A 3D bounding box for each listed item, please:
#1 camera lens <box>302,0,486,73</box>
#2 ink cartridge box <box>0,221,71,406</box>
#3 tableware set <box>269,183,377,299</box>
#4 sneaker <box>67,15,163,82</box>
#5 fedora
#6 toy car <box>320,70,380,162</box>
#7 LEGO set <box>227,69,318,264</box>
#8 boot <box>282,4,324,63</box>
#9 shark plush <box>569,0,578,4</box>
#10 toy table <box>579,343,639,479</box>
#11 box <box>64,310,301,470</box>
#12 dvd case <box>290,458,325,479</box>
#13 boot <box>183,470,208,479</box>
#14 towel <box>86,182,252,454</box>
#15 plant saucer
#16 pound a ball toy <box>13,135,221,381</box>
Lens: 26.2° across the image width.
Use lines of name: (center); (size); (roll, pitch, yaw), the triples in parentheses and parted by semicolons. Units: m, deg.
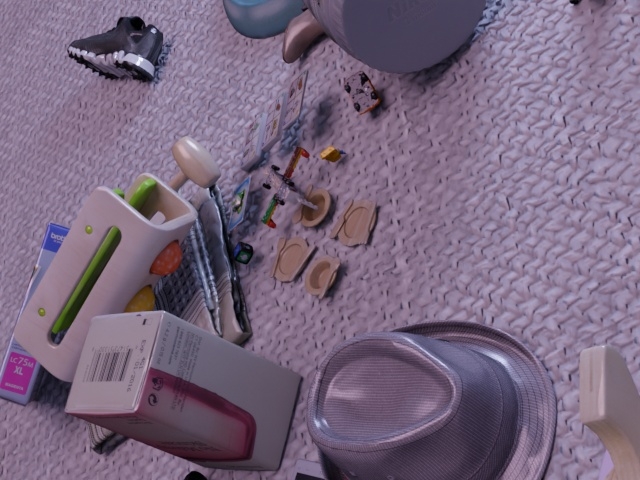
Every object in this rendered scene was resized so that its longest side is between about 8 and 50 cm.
camera lens: (0.070, -0.365, 1.765); (0.219, 0.219, 0.274); (-48, 39, 15)
ink cartridge box: (-0.408, 0.088, 2.046); (0.186, 0.065, 0.311); (152, 138, -80)
tableware set: (0.000, 0.000, 1.768); (0.168, 0.020, 0.141); (20, 83, 52)
sneaker: (-0.339, -0.330, 2.322); (0.234, 0.078, 0.106); (15, 75, 47)
fedora: (0.093, 0.176, 1.422); (0.275, 0.124, 0.244); (6, 68, 38)
toy car: (0.035, -0.162, 1.816); (0.122, 0.040, 0.060); (-50, 60, 9)
LEGO set: (-0.060, -0.088, 1.872); (0.182, 0.060, 0.244); (-38, 36, 52)
boot: (-0.002, -0.307, 1.954); (0.087, 0.042, 0.118); (6, 71, 47)
shark plush: (0.316, -0.355, 1.606); (0.073, 0.067, 0.161); (-7, 62, 46)
toy table: (0.279, 0.229, 1.194); (0.252, 0.161, 0.274); (-31, 47, 33)
box: (-0.164, 0.185, 1.657); (0.148, 0.232, 0.127); (-8, 61, 46)
dvd case: (0.004, 0.370, 1.512); (0.179, 0.029, 0.239); (2, 71, 49)
boot: (-0.172, 0.360, 1.710); (0.099, 0.045, 0.121); (-45, 41, 23)
towel: (-0.241, 0.098, 1.947); (0.324, 0.056, 0.312); (-40, 42, 23)
plant saucer: (-0.049, -0.459, 2.105); (0.317, 0.043, 0.318); (-27, 49, 36)
pound a ball toy: (-0.252, 0.029, 1.875); (0.135, 0.208, 0.319); (39, 114, 11)
